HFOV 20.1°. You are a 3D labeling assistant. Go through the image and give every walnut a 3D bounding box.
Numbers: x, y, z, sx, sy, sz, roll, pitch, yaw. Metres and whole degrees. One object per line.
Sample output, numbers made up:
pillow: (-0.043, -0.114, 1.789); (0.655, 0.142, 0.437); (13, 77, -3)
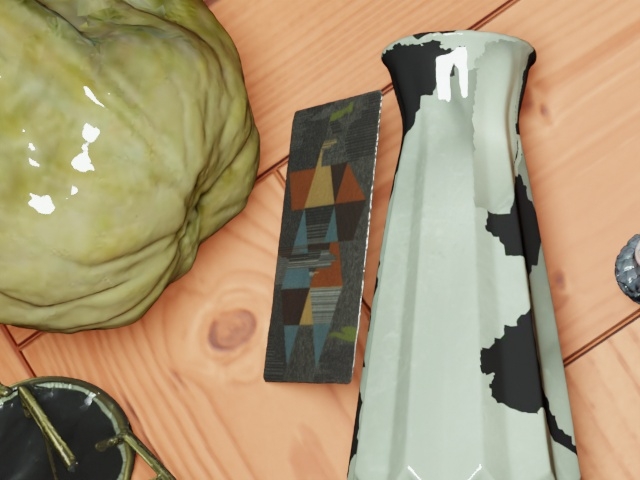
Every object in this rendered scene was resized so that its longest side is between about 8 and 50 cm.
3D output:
walnut: (-0.189, -0.082, 1.305); (0.277, 0.253, 0.282); (42, 94, 14)

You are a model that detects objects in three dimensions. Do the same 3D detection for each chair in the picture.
chair: (-0.217, 0.164, 1.343); (0.159, 0.170, 0.326); (-59, 32, 4)

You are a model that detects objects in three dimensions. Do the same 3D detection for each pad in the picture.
pad: (0.000, 0.000, 1.325); (0.003, 0.143, 0.211); (10, 82, -27)

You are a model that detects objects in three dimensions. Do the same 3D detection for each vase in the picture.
vase: (0.100, 0.038, 1.282); (0.165, 0.165, 0.360); (-2, 77, 13)

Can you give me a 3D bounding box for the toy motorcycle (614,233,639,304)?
toy motorcycle: (0.301, 0.077, 1.207); (0.171, 0.089, 0.298); (-13, 44, 2)
